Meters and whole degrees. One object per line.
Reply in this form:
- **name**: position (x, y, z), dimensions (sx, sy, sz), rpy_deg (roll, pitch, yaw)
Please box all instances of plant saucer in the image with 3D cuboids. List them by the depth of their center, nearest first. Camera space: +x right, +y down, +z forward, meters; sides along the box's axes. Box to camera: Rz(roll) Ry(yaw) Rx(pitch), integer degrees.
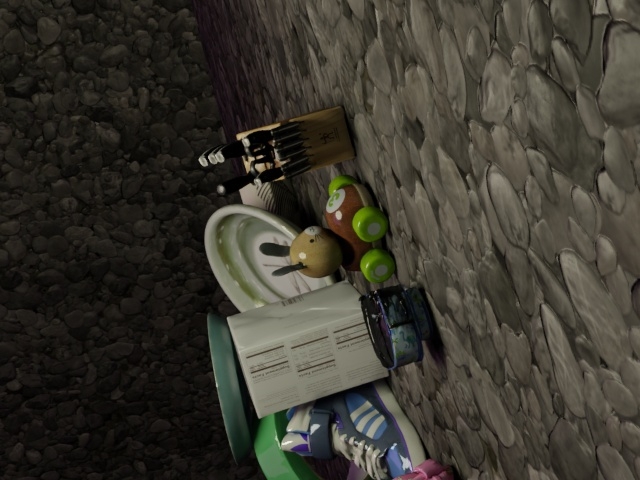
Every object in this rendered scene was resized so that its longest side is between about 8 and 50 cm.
- **plant saucer**: position (-0.182, 0.302, 1.809), dimensions (0.317, 0.043, 0.318), rpy_deg (168, 90, -87)
- **plant saucer**: position (-0.089, 0.068, 2.004), dimensions (0.400, 0.100, 0.400), rpy_deg (26, 139, 26)

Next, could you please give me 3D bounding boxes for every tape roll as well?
- **tape roll**: position (0.004, 0.415, 1.821), dimensions (0.077, 0.321, 0.321), rpy_deg (-37, 62, 35)

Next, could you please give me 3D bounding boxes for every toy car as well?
- **toy car**: position (0.000, 0.000, 1.375), dimensions (0.155, 0.188, 0.149), rpy_deg (-122, 17, -58)

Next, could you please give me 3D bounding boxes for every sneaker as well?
- **sneaker**: position (0.052, 0.390, 1.634), dimensions (0.323, 0.236, 0.130), rpy_deg (-120, 15, -55)

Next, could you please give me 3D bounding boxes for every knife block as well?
- **knife block**: position (-0.079, -0.144, 1.413), dimensions (0.275, 0.242, 0.088), rpy_deg (-149, 44, -77)

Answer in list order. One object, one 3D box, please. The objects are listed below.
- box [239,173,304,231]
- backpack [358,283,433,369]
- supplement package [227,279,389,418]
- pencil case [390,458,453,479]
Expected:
- **box**: position (-0.109, -0.040, 2.139), dimensions (0.113, 0.094, 0.275), rpy_deg (-38, -65, -58)
- **backpack**: position (0.113, 0.123, 1.251), dimensions (0.105, 0.084, 0.114), rpy_deg (129, 128, -78)
- **supplement package**: position (-0.029, 0.205, 1.699), dimensions (0.204, 0.262, 0.145), rpy_deg (-133, 27, -72)
- **pencil case**: position (0.192, 0.539, 1.328), dimensions (0.386, 0.167, 0.160), rpy_deg (69, -169, 20)
